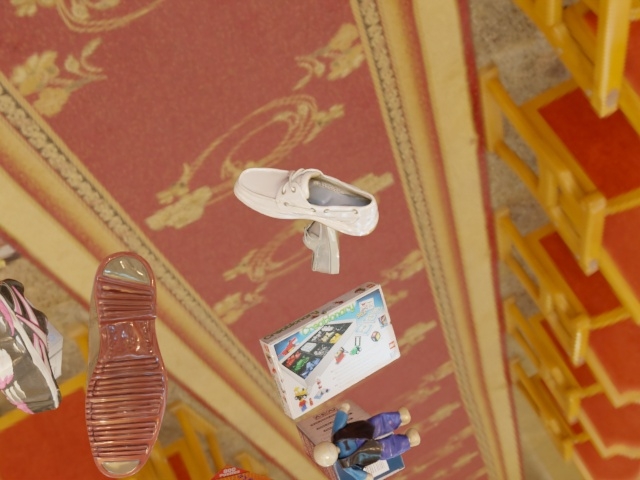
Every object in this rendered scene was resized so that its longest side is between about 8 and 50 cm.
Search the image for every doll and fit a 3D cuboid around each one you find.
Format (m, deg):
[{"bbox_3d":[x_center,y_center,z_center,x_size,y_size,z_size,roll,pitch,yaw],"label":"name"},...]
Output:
[{"bbox_3d":[0.064,0.311,1.328,0.189,0.129,0.046,-10,159,-38],"label":"doll"}]

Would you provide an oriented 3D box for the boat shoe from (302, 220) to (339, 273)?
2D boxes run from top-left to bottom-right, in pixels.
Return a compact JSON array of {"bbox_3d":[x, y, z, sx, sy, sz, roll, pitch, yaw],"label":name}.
[{"bbox_3d":[0.000,0.000,1.899,0.081,0.079,0.227,-2,141,3],"label":"boat shoe"}]

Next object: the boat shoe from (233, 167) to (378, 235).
[{"bbox_3d":[-0.026,-0.092,1.553,0.277,0.098,0.096,13,149,9],"label":"boat shoe"}]

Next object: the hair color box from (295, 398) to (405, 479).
[{"bbox_3d":[0.070,0.535,2.231,0.174,0.105,0.347,-22,-170,-14],"label":"hair color box"}]

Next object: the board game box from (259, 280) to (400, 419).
[{"bbox_3d":[0.028,0.242,1.909,0.305,0.053,0.193,-26,110,-26],"label":"board game box"}]

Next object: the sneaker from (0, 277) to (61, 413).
[{"bbox_3d":[-0.350,0.124,1.023,0.072,0.077,0.178,-5,116,20],"label":"sneaker"}]

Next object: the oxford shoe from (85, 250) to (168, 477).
[{"bbox_3d":[-0.314,0.196,1.358,0.123,0.348,0.130,5,172,-21],"label":"oxford shoe"}]

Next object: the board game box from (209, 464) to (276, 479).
[{"bbox_3d":[-0.174,0.834,2.080,0.356,0.356,0.356,-37,123,-45],"label":"board game box"}]

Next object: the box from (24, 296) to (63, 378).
[{"bbox_3d":[-0.561,0.186,1.649,0.038,0.145,0.186,-40,169,-32],"label":"box"}]
